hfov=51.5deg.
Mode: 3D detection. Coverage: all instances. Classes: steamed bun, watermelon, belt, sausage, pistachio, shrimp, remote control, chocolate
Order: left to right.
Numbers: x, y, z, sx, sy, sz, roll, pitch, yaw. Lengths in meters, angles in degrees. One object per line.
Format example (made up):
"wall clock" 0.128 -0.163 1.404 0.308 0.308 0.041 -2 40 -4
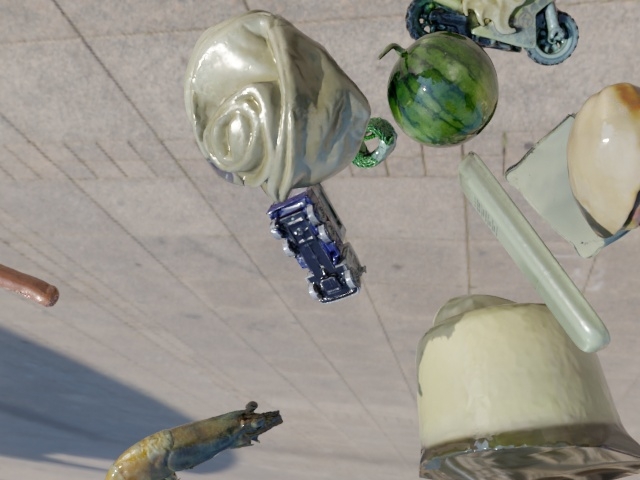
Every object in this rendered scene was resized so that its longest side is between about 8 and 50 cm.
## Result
"sausage" -0.471 0.058 0.999 0.158 0.036 0.042 22 -178 -10
"shrimp" -0.140 0.271 0.783 0.217 0.051 0.150 -19 117 -14
"steamed bun" -0.112 -0.235 1.286 0.368 0.255 0.342 39 145 4
"belt" 0.138 -0.262 1.754 0.151 0.079 0.121 -26 96 47
"watermelon" 0.195 -0.259 1.116 0.215 0.188 0.188 40 150 -7
"chocolate" 0.316 0.235 1.074 0.326 0.297 0.314 24 144 -29
"remote control" 0.274 0.012 0.880 0.038 0.309 0.090 -31 155 1
"pistachio" 0.411 -0.109 0.914 0.144 0.144 0.215 -4 111 27

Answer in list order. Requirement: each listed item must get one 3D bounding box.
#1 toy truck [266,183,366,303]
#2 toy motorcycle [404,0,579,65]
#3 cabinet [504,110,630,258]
"toy truck" 0.000 0.000 1.523 0.124 0.155 0.268 -21 114 22
"toy motorcycle" 0.406 -0.544 1.538 0.410 0.236 0.169 6 -172 -5
"cabinet" 0.670 -0.174 1.629 0.290 0.318 0.227 47 132 6
